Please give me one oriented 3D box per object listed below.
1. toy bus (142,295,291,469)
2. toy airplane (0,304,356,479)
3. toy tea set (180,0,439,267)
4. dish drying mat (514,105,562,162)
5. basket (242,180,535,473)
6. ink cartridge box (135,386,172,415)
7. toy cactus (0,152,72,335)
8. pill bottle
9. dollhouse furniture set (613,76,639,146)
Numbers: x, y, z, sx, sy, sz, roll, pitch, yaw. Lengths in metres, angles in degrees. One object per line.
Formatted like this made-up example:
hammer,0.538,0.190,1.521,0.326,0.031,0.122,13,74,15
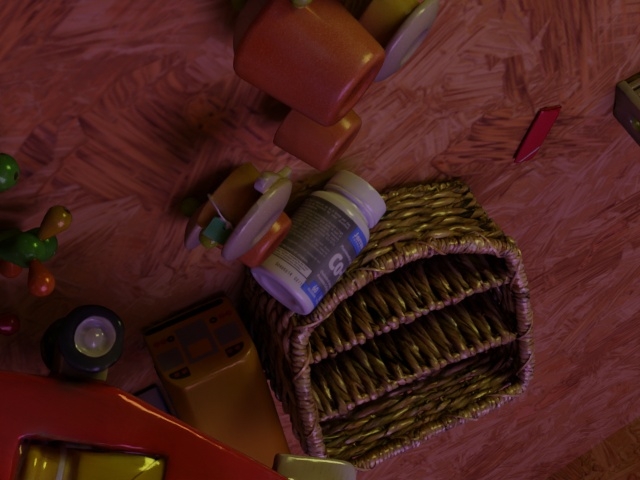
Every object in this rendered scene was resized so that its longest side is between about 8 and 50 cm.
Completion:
toy bus,-0.107,0.211,1.238,0.108,0.130,0.333,-24,135,-12
toy airplane,-0.142,0.263,0.976,0.272,0.384,0.386,-62,150,-19
toy tea set,-0.047,-0.103,0.899,0.336,0.124,0.200,-54,174,29
dish drying mat,0.250,-0.121,1.217,0.032,0.008,0.083,-13,147,-28
basket,0.089,0.089,1.171,0.299,0.223,0.213,-19,149,-20
ink cartridge box,-0.229,0.284,1.322,0.134,0.078,0.231,-25,151,-10
toy cactus,-0.299,0.020,0.841,0.180,0.112,0.219,-1,150,-27
pill bottle,0.000,0.000,1.060,0.137,0.078,0.078,-50,155,-16
dollhouse furniture set,0.442,-0.121,1.274,0.129,0.129,0.184,-29,151,-5
